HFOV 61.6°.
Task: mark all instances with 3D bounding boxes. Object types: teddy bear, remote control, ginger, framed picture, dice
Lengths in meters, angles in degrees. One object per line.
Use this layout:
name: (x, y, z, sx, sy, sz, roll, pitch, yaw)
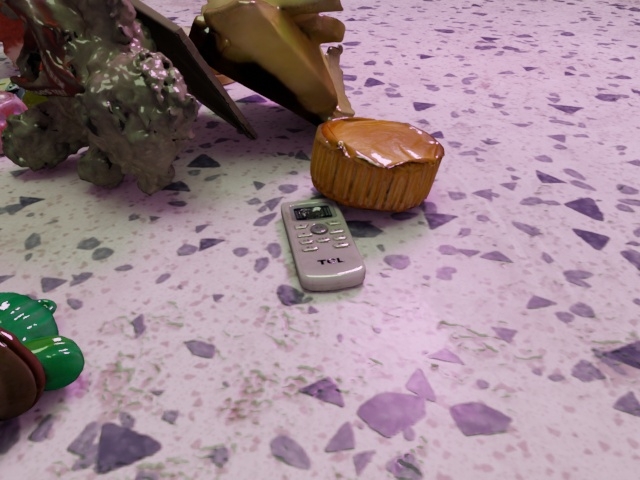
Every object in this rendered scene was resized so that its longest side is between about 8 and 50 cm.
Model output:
teddy bear: (-0.331, -0.232, 0.796, 0.225, 0.357, 0.368, -17, 38, -40)
remote control: (0.000, 0.000, 0.736, 0.088, 0.029, 0.190, -6, 36, -9)
ginger: (-0.038, -0.359, 0.979, 0.359, 0.211, 0.413, 31, 18, -12)
framed picture: (-0.237, -0.307, 0.954, 0.213, 0.289, 0.016, 38, 83, 28)
dice: (-0.595, -0.216, 0.981, 0.093, 0.094, 0.091, 13, 37, 15)

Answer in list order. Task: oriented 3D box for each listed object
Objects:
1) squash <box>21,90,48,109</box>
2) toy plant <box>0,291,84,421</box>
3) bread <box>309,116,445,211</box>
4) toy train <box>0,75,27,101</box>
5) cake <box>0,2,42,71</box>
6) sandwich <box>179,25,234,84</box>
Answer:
squash: (-0.477, -0.320, 1.082, 0.252, 0.093, 0.169, 10, 62, 13)
toy plant: (-0.308, 0.111, 0.520, 0.143, 0.105, 0.200, 16, 26, 8)
bread: (0.082, -0.116, 0.825, 0.199, 0.104, 0.199, 8, 31, -5)
toy train: (-0.681, -0.323, 1.171, 0.081, 0.050, 0.122, -11, 37, -8)
cake: (-0.683, -0.614, 1.305, 0.270, 0.319, 0.269, -24, 41, 8)
sandwich: (-0.356, -0.440, 1.298, 0.249, 0.095, 0.273, -26, 44, -32)
